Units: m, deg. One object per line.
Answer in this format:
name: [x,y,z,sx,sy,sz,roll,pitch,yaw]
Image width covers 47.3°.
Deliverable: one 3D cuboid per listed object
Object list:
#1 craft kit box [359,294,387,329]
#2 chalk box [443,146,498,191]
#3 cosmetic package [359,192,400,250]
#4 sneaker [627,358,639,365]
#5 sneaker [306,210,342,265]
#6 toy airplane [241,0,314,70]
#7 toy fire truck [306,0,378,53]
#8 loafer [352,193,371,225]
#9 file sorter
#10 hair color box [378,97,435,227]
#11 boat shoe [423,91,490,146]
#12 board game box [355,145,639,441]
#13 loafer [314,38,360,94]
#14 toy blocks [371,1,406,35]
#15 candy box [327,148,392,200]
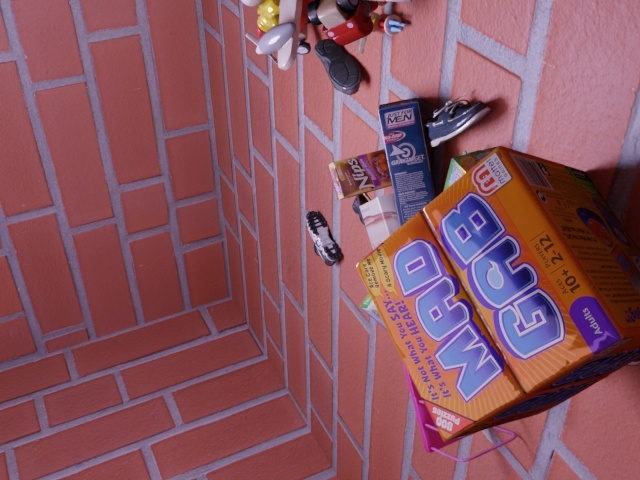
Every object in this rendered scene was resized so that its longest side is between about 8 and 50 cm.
craft kit box: [0.262,0.256,2.117,0.250,0.061,0.246,41,169,-16]
chalk box: [0.364,-0.117,1.641,0.213,0.132,0.132,54,152,41]
cosmetic package: [0.232,0.013,2.085,0.153,0.129,0.296,151,102,-71]
sneaker: [0.553,0.219,1.488,0.226,0.086,0.163,41,149,46]
sneaker: [0.000,0.000,2.746,0.234,0.078,0.106,61,154,24]
toy airplane: [-0.107,-0.731,2.179,0.386,0.272,0.385,-115,37,-60]
toy fire truck: [0.082,-0.556,1.817,0.158,0.246,0.217,-14,50,36]
loafer: [0.151,-0.093,2.316,0.170,0.062,0.061,50,144,45]
file sorter: [0.371,0.404,1.925,0.182,0.202,0.291,-5,101,68]
hair color box: [0.231,-0.183,1.885,0.174,0.105,0.347,-71,-31,-75]
boat shoe: [0.312,-0.286,1.712,0.079,0.095,0.254,62,169,-2]
board game box: [0.360,0.099,1.316,0.356,0.356,0.356,-42,61,31]
loafer: [0.062,-0.513,2.209,0.084,0.096,0.268,66,178,-49]
toy blocks: [0.170,-0.595,1.888,0.148,0.054,0.123,35,135,57]
candy box: [0.124,-0.192,2.124,0.053,0.186,0.109,-22,86,70]
